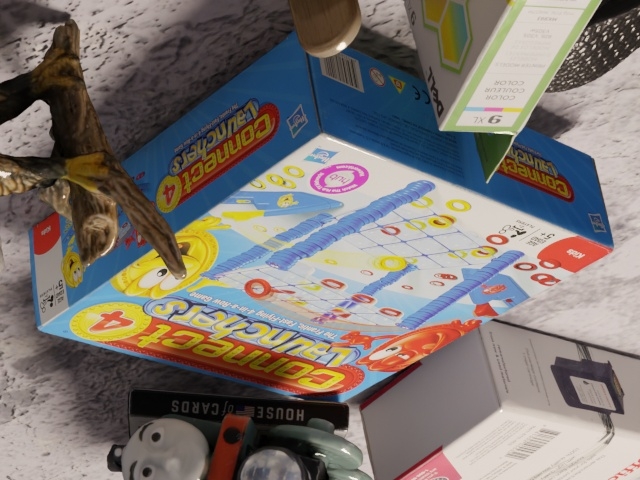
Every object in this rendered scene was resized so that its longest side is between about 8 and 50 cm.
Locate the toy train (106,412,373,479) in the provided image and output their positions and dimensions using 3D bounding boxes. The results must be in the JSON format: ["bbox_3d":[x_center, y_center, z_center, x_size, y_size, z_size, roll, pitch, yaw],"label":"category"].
[{"bbox_3d":[-0.059,0.225,1.446,0.190,0.142,0.334,9,161,11],"label":"toy train"}]

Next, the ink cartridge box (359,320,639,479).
[{"bbox_3d":[0.184,0.173,1.649,0.237,0.100,0.172,16,138,-37],"label":"ink cartridge box"}]

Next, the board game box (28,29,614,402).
[{"bbox_3d":[0.000,0.000,1.302,0.308,0.086,0.302,19,141,-40],"label":"board game box"}]

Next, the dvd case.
[{"bbox_3d":[-0.075,0.173,1.534,0.179,0.029,0.238,4,160,-4],"label":"dvd case"}]

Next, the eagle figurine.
[{"bbox_3d":[-0.258,-0.054,1.035,0.298,0.226,0.225,-12,113,-33],"label":"eagle figurine"}]

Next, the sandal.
[{"bbox_3d":[0.205,-0.159,1.206,0.179,0.040,0.067,-33,151,3],"label":"sandal"}]

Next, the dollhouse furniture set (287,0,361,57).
[{"bbox_3d":[0.025,-0.195,0.956,0.242,0.161,0.212,-28,146,21],"label":"dollhouse furniture set"}]

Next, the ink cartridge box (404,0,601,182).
[{"bbox_3d":[0.105,-0.140,1.123,0.062,0.109,0.209,0,146,-20],"label":"ink cartridge box"}]
